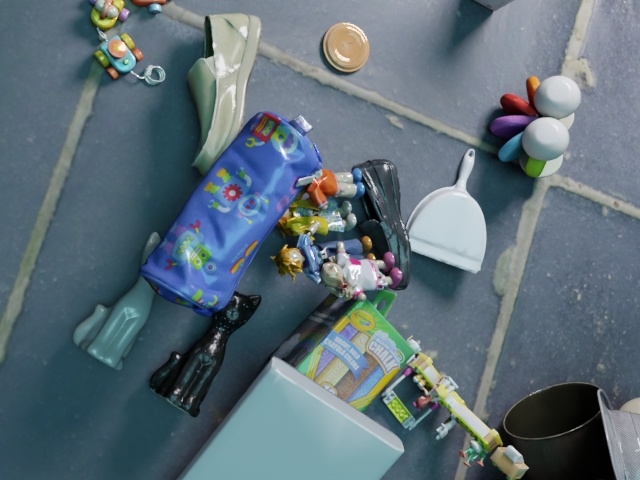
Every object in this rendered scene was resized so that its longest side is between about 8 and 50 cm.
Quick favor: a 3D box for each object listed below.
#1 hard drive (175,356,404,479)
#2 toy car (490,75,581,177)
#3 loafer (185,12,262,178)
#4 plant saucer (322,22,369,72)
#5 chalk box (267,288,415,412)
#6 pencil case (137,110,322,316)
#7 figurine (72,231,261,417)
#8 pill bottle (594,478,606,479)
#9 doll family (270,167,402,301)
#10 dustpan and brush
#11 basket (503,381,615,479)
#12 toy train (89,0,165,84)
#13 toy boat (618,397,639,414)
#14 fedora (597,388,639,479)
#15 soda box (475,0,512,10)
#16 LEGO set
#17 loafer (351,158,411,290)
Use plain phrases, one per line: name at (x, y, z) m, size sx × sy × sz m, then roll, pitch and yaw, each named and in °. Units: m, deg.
hard drive at (-0.078, 0.368, 0.968) m, size 0.233 × 0.047 × 0.353 m, roll 35°, pitch 103°, yaw -11°
toy car at (0.373, -0.205, 1.162) m, size 0.136 × 0.159 × 0.181 m, roll 16°, pitch 84°, yaw 16°
loafer at (-0.161, -0.223, 0.992) m, size 0.092 × 0.102 × 0.268 m, roll 15°, pitch 76°, yaw -17°
plant saucer at (0.044, -0.325, 1.103) m, size 0.084 × 0.013 × 0.083 m, roll 0°, pitch 90°, yaw -20°
chalk box at (0.047, 0.166, 1.042) m, size 0.213 × 0.132 × 0.132 m, roll -44°, pitch 103°, yaw -13°
pencil case at (-0.115, -0.037, 0.914) m, size 0.133 × 0.119 × 0.306 m, roll 33°, pitch 82°, yaw 18°
figurine at (-0.221, 0.118, 0.982) m, size 0.215 × 0.092 × 0.209 m, roll 36°, pitch 71°, yaw -15°
pill bottle at (0.327, 0.499, 1.056) m, size 0.319 × 0.176 × 0.176 m, roll -17°, pitch 97°, yaw 17°
doll family at (0.000, 0.000, 1.013) m, size 0.163 × 0.118 × 0.262 m, roll -1°, pitch 58°, yaw -35°
dustpan and brush at (0.240, -0.064, 1.155) m, size 0.147 × 0.060 × 0.211 m, roll 20°, pitch 90°, yaw -5°
basket at (0.445, 0.401, 1.175) m, size 0.204 × 0.154 × 0.226 m, roll -24°, pitch 102°, yaw -29°
toy train at (-0.277, -0.320, 0.974) m, size 0.125 × 0.046 × 0.166 m, roll -1°, pitch 90°, yaw -19°
toy boat at (0.627, 0.459, 1.174) m, size 0.267 × 0.148 × 0.318 m, roll 53°, pitch 39°, yaw -29°
fedora at (0.518, 0.357, 1.007) m, size 0.124 × 0.243 × 0.275 m, roll -13°, pitch 117°, yaw 20°
soda box at (0.333, -0.462, 1.095) m, size 0.074 × 0.216 × 0.069 m, roll 19°, pitch 83°, yaw -19°
LEGO set at (0.202, 0.300, 1.096) m, size 0.107 × 0.132 × 0.287 m, roll -39°, pitch 80°, yaw -9°
loafer at (0.099, -0.024, 1.094) m, size 0.078 × 0.076 × 0.223 m, roll -10°, pitch 89°, yaw -14°
